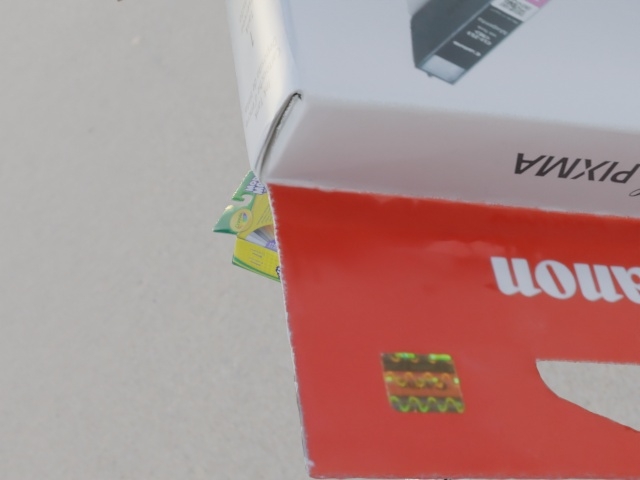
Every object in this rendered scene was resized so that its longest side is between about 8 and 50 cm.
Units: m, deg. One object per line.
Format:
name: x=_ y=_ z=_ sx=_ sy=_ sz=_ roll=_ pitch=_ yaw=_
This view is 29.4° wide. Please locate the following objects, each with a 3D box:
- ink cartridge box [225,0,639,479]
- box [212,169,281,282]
ink cartridge box: x=0.109 y=-0.029 z=0.468 sx=0.060 sy=0.275 sz=0.239 roll=118 pitch=149 yaw=-47
box: x=0.000 y=0.000 z=1.100 sx=0.179 sy=0.043 sz=0.105 roll=23 pitch=46 yaw=6
